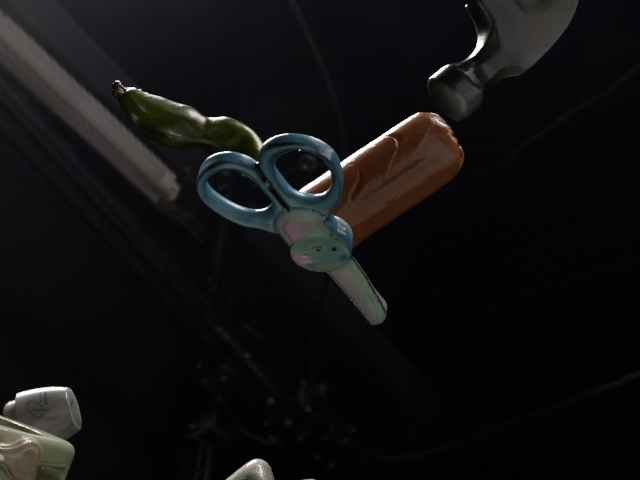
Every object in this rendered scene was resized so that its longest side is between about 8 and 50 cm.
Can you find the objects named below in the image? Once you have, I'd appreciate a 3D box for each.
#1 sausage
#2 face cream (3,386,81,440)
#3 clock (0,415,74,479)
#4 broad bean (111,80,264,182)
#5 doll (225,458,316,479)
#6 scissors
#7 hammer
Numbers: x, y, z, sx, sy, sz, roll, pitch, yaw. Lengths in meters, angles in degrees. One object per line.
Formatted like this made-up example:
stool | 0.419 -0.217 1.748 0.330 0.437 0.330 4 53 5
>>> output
sausage | 0.081 -0.082 1.484 0.121 0.304 0.121 54 172 12
face cream | -0.399 0.256 1.387 0.091 0.095 0.091 164 90 -86
clock | -0.316 0.184 0.865 0.191 0.151 0.062 79 -150 -76
broad bean | -0.146 -0.122 1.066 0.070 0.213 0.048 -47 -24 -46
doll | -0.052 0.139 0.383 0.207 0.129 0.081 1 -148 -17
scissors | 0.000 0.000 0.854 0.256 0.125 0.030 50 -144 -44
hammer | 0.045 -0.223 0.547 0.290 0.137 0.037 52 166 -11
